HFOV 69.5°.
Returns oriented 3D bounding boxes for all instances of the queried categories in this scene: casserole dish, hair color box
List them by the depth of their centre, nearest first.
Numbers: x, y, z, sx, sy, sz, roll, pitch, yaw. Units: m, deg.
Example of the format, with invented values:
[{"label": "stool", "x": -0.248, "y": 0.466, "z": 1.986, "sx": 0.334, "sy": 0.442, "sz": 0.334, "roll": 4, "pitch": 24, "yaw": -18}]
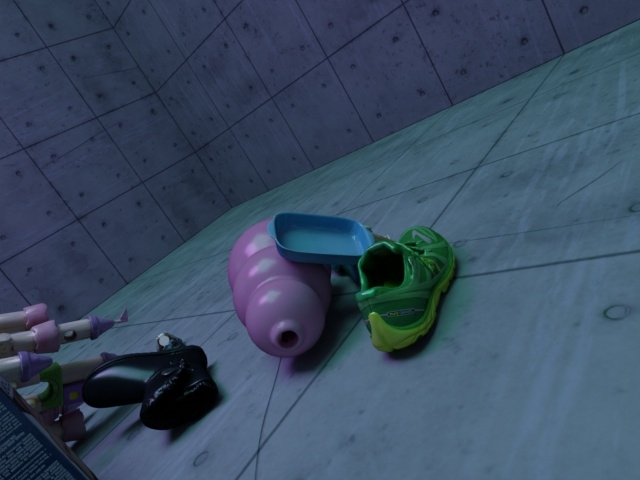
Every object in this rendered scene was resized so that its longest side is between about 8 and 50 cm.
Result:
[{"label": "hair color box", "x": -0.462, "y": 0.286, "z": 0.663, "sx": 0.105, "sy": 0.347, "sz": 0.173, "roll": -41, "pitch": 18, "yaw": -31}, {"label": "casserole dish", "x": 0.000, "y": 0.000, "z": 0.792, "sx": 0.188, "sy": 0.037, "sz": 0.114, "roll": 5, "pitch": 36, "yaw": -15}]

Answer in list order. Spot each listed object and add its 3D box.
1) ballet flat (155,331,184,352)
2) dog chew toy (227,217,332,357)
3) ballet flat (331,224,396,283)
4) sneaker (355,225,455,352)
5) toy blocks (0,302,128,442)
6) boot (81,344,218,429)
[{"label": "ballet flat", "x": -0.380, "y": 0.259, "z": 1.154, "sx": 0.070, "sy": 0.070, "sz": 0.188, "roll": -39, "pitch": 16, "yaw": -25}, {"label": "dog chew toy", "x": -0.069, "y": 0.087, "z": 0.841, "sx": 0.206, "sy": 0.207, "sz": 0.332, "roll": -31, "pitch": 22, "yaw": 4}, {"label": "ballet flat", "x": 0.077, "y": 0.011, "z": 0.978, "sx": 0.124, "sy": 0.116, "sz": 0.342, "roll": -14, "pitch": 11, "yaw": -15}, {"label": "sneaker", "x": 0.131, "y": 0.040, "z": 0.708, "sx": 0.109, "sy": 0.124, "sz": 0.295, "roll": -24, "pitch": 16, "yaw": 30}, {"label": "toy blocks", "x": -0.524, "y": 0.299, "z": 0.950, "sx": 0.259, "sy": 0.289, "sz": 0.308, "roll": -5, "pitch": 13, "yaw": -40}, {"label": "boot", "x": -0.316, "y": 0.271, "z": 0.836, "sx": 0.246, "sy": 0.094, "sz": 0.207, "roll": -12, "pitch": 7, "yaw": -16}]
